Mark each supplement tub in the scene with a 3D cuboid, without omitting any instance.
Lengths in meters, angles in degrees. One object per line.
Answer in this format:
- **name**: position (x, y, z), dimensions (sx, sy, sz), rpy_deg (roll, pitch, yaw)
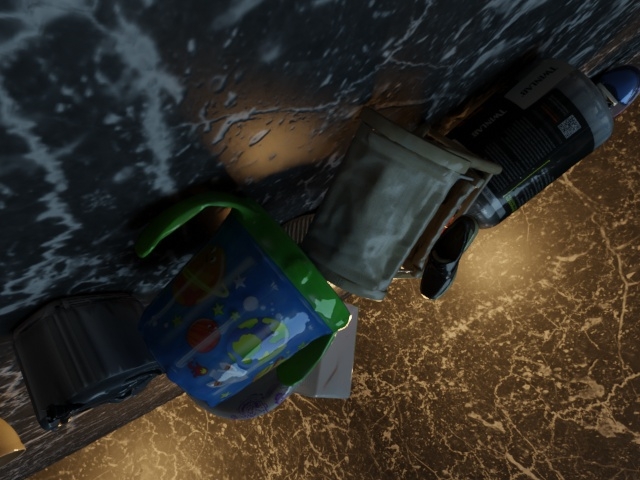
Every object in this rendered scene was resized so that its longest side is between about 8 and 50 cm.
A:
- **supplement tub**: position (0.355, -0.166, 0.804), dimensions (0.338, 0.207, 0.207), rpy_deg (-41, 166, 13)

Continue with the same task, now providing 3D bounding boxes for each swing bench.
- **swing bench**: position (0.128, -0.053, 0.665), dimensions (0.254, 0.165, 0.253), rpy_deg (-15, 139, -54)

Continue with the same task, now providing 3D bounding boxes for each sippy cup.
- **sippy cup**: position (-0.114, 0.096, 0.574), dimensions (0.224, 0.305, 0.240), rpy_deg (-41, 180, -7)

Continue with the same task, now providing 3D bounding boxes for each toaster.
- **toaster**: position (-0.331, 0.167, 0.592), dimensions (0.129, 0.146, 0.227), rpy_deg (-36, 168, 12)

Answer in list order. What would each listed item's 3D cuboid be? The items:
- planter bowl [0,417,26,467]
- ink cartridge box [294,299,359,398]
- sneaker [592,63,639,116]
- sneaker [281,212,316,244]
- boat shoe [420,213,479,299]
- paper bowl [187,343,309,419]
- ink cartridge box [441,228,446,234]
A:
- **planter bowl**: position (-0.627, 0.363, 0.707), dimensions (0.162, 0.109, 0.162), rpy_deg (-31, 166, -8)
- **ink cartridge box**: position (-0.091, 0.238, 0.966), dimensions (0.353, 0.207, 0.119), rpy_deg (-5, 161, 41)
- **sneaker**: position (0.794, -0.388, 1.241), dimensions (0.236, 0.130, 0.323), rpy_deg (-28, 173, -36)
- **sneaker**: position (0.001, 0.001, 0.881), dimensions (0.282, 0.102, 0.161), rpy_deg (-27, 169, -24)
- **boat shoe**: position (0.193, 0.027, 0.642), dimensions (0.049, 0.056, 0.152), rpy_deg (0, 116, -49)
- **paper bowl**: position (-0.143, 0.187, 0.804), dimensions (0.284, 0.284, 0.148), rpy_deg (-36, 167, 14)
- **ink cartridge box**: position (0.406, -0.146, 1.081), dimensions (0.272, 0.130, 0.309), rpy_deg (-26, 152, -24)
